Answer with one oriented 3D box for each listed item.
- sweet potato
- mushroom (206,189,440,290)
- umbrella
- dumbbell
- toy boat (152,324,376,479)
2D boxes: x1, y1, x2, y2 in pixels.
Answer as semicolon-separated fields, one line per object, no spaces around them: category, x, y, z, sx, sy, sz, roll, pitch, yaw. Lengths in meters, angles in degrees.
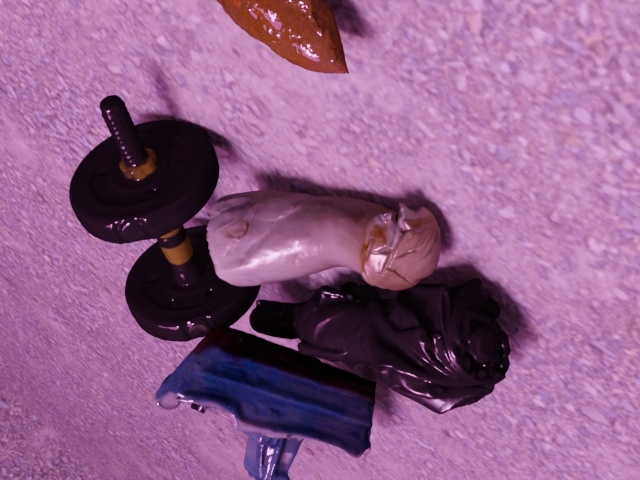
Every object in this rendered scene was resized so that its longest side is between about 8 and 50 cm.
sweet potato;-0.051;-0.188;0.736;0.206;0.060;0.068;37;114;10
mushroom;0.003;-0.002;0.894;0.223;0.092;0.081;3;113;34
umbrella;0.035;0.085;0.963;0.340;0.118;0.118;2;133;52
dumbbell;-0.147;-0.007;1.010;0.143;0.143;0.325;20;146;34
toy boat;-0.047;0.180;1.050;0.129;0.142;0.309;21;177;45
